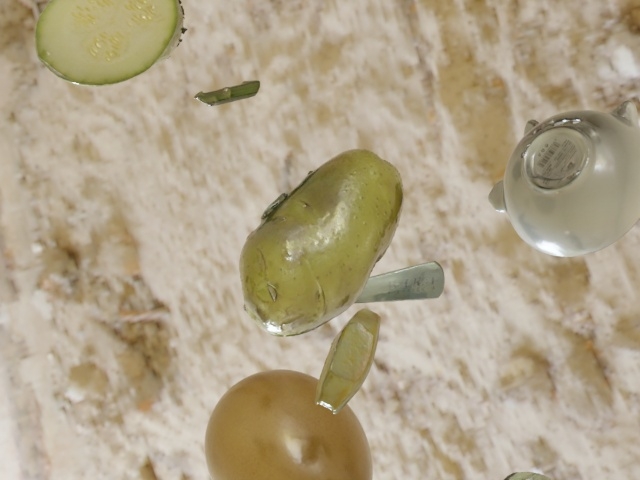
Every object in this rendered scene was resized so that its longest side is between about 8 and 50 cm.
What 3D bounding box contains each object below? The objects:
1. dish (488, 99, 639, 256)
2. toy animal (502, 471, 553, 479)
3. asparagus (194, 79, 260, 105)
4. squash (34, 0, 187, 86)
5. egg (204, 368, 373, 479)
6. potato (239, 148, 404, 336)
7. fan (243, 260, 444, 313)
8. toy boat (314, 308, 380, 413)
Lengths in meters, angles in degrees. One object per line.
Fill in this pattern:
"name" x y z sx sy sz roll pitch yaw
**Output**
"dish" 0.312 -0.099 1.555 0.086 0.236 0.228 36 -151 -50
"toy animal" 0.273 0.369 1.522 0.225 0.121 0.094 49 175 -37
"asparagus" -0.123 -0.192 1.588 0.025 0.108 0.021 18 118 44
"squash" -0.325 -0.340 1.901 0.260 0.189 0.189 -59 -45 -77
"egg" -0.048 0.344 1.931 0.322 0.250 0.250 38 140 54
"potato" 0.000 0.000 1.404 0.143 0.248 0.169 44 164 -21
"fan" 0.033 0.068 1.675 0.023 0.282 0.057 -114 19 -69
"toy boat" 0.042 0.162 1.687 0.065 0.172 0.066 24 148 4
